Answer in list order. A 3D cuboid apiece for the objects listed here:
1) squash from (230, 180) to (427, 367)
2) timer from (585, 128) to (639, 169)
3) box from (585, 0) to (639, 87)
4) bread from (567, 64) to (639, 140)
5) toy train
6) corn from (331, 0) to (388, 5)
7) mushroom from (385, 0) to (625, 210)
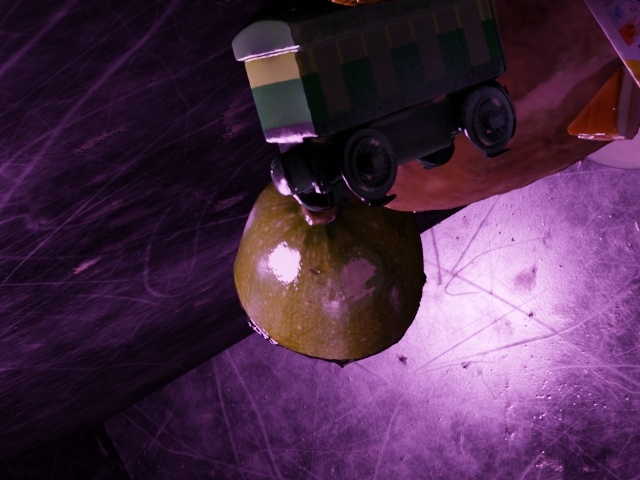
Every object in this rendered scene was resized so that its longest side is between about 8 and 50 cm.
[{"bbox_3d":[0.028,-0.016,1.683,0.310,0.310,0.309,-26,157,-19],"label":"squash"},{"bbox_3d":[0.441,-0.264,1.649,0.285,0.285,0.285,-28,172,-4],"label":"timer"},{"bbox_3d":[0.313,-0.249,1.088,0.097,0.265,0.168,-36,168,31],"label":"box"},{"bbox_3d":[0.319,-0.134,1.244,0.043,0.062,0.109,6,135,-30],"label":"bread"},{"bbox_3d":[0.062,-0.147,1.115,0.300,0.202,0.120,-23,-166,-33],"label":"toy train"},{"bbox_3d":[0.065,-0.241,0.990,0.207,0.068,0.068,-20,168,-45],"label":"corn"},{"bbox_3d":[0.210,-0.178,1.326,0.397,0.224,0.313,-26,174,-10],"label":"mushroom"}]
